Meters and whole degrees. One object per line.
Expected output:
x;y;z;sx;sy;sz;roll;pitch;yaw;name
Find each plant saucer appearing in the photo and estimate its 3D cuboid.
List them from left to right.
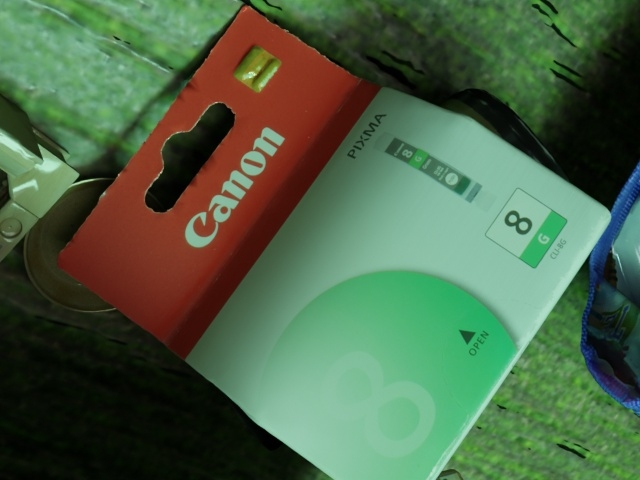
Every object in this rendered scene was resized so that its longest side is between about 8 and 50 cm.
-0.125;0.001;0.593;0.083;0.015;0.083;-10;118;-19;plant saucer

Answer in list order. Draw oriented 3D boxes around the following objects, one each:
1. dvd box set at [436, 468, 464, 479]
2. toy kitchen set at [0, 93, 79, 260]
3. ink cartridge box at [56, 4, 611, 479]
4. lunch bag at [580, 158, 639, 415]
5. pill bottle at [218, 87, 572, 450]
-0.118;0.221;0.503;0.307;0.062;0.420;-34;160;20;dvd box set
-0.174;-0.030;0.524;0.075;0.068;0.083;-47;123;4;toy kitchen set
0.000;0.000;0.526;0.224;0.056;0.181;35;83;7;ink cartridge box
0.362;-0.005;0.647;0.385;0.239;0.328;-48;139;9;lunch bag
0.034;0.020;0.609;0.219;0.123;0.123;-35;124;-4;pill bottle
